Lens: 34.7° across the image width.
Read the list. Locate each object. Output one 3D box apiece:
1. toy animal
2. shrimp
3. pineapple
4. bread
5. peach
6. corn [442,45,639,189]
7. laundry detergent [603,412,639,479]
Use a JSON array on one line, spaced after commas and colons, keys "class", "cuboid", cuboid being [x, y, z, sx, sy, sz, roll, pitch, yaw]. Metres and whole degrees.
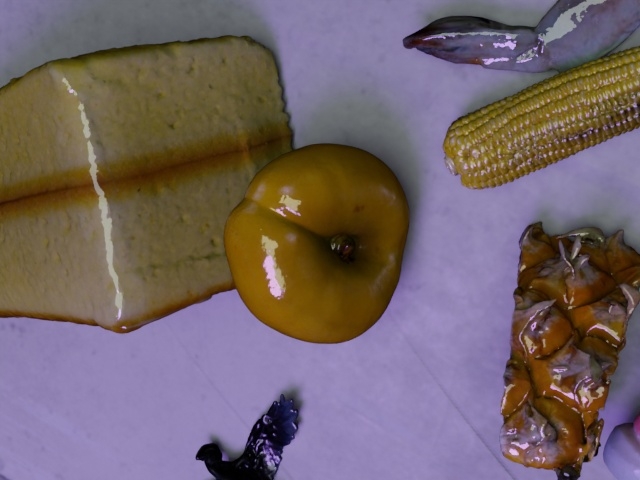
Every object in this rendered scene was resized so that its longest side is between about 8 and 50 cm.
[{"class": "toy animal", "cuboid": [-0.080, 0.245, 1.021, 0.108, 0.062, 0.220, 46, 110, 24]}, {"class": "shrimp", "cuboid": [0.140, -0.256, 0.860, 0.361, 0.085, 0.246, -5, 104, 14]}, {"class": "pineapple", "cuboid": [0.200, 0.100, 0.864, 0.115, 0.186, 0.236, 14, 60, 17]}, {"class": "bread", "cuboid": [-0.225, -0.049, 1.011, 0.362, 0.245, 0.233, -5, 101, 48]}, {"class": "peach", "cuboid": [0.000, 0.000, 0.893, 0.103, 0.179, 0.179, 5, 104, 56]}, {"class": "corn", "cuboid": [0.199, -0.103, 0.866, 0.203, 0.072, 0.072, -23, 92, 18]}, {"class": "laundry detergent", "cuboid": [0.354, 0.072, 0.827, 0.159, 0.088, 0.335, 48, 115, 43]}]
